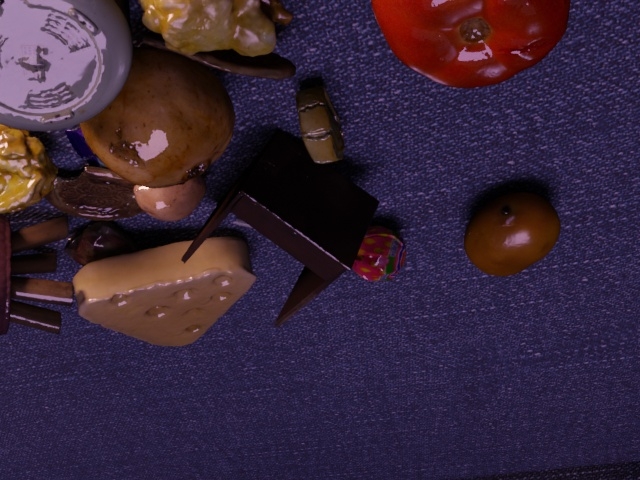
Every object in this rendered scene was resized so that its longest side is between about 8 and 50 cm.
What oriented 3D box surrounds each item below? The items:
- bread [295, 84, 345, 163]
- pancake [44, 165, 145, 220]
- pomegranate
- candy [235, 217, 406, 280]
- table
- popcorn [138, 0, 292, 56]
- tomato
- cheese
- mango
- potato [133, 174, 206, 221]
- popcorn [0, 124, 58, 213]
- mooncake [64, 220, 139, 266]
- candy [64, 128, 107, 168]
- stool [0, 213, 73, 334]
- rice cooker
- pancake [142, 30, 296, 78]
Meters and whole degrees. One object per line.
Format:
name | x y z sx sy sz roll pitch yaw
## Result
bread | -0.001 -0.202 1.792 0.064 0.117 0.156 -10 144 11
pancake | -0.442 -0.093 2.016 0.235 0.029 0.212 -18 149 35
pomegranate | -0.272 -0.206 1.674 0.261 0.260 0.260 0 145 0
candy | 0.000 0.000 2.111 0.366 0.124 0.124 13 145 2
table | -0.081 -0.014 1.938 0.251 0.196 0.282 35 137 -12
popcorn | -0.160 -0.379 1.455 0.266 0.233 0.192 35 123 -4
tomato | 0.216 -0.372 1.456 0.299 0.226 0.298 6 149 3
cheese | -0.305 0.100 2.190 0.384 0.104 0.384 -12 154 -6
mango | 0.381 -0.005 2.052 0.176 0.139 0.254 13 149 -12
potato | -0.289 -0.093 1.940 0.147 0.112 0.112 -24 157 -31
popcorn | -0.586 -0.144 1.865 0.198 0.155 0.197 5 126 7
mooncake | -0.467 0.019 2.154 0.130 0.073 0.125 -29 135 31
candy | -0.329 -0.181 1.875 0.275 0.070 0.145 -5 154 5
stool | -0.627 0.074 2.092 0.179 0.272 0.272 2 147 -25
rice cooker | -0.421 -0.331 1.480 0.289 0.277 0.288 -8 133 -9
pancake | -0.167 -0.298 1.596 0.250 0.250 0.031 10 107 -13
